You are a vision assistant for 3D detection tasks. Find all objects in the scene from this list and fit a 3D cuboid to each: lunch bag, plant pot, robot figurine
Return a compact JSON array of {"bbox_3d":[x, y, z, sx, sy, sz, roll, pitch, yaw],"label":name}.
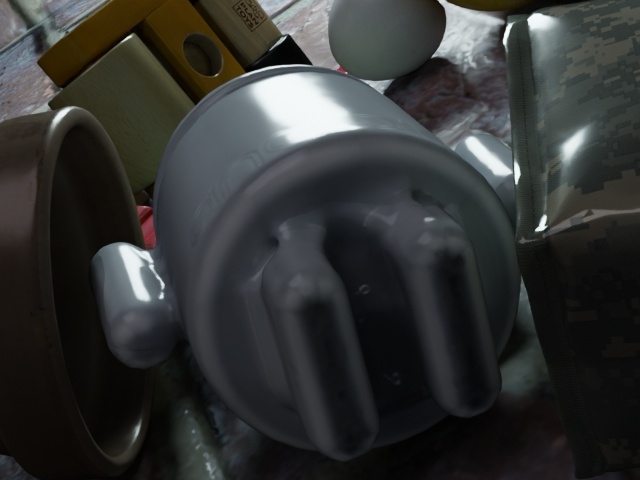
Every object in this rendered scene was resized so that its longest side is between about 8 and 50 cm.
[{"bbox_3d":[0.216,-0.043,0.579,0.235,0.169,0.287,-11,34,15],"label":"lunch bag"},{"bbox_3d":[-0.261,0.047,0.840,0.229,0.263,0.263,-6,29,5],"label":"plant pot"},{"bbox_3d":[0.000,0.000,0.760,0.300,0.199,0.353,-15,23,-10],"label":"robot figurine"}]

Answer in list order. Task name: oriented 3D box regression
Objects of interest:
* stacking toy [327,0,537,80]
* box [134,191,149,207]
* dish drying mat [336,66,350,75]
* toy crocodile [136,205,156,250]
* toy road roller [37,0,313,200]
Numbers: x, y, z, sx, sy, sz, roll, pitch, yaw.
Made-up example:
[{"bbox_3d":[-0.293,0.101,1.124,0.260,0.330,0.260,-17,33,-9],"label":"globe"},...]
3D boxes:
[{"bbox_3d":[0.178,-0.347,1.136,0.480,0.350,0.350,-45,22,13],"label":"stacking toy"},{"bbox_3d":[-0.307,-0.020,1.261,0.201,0.164,0.021,-53,-11,-36],"label":"box"},{"bbox_3d":[0.040,-0.203,1.319,0.032,0.008,0.083,-2,40,51],"label":"dish drying mat"},{"bbox_3d":[-0.168,0.013,1.059,0.340,0.105,0.115,-5,37,48],"label":"toy crocodile"},{"bbox_3d":[-0.188,-0.166,1.318,0.240,0.202,0.329,-28,17,43],"label":"toy road roller"}]
